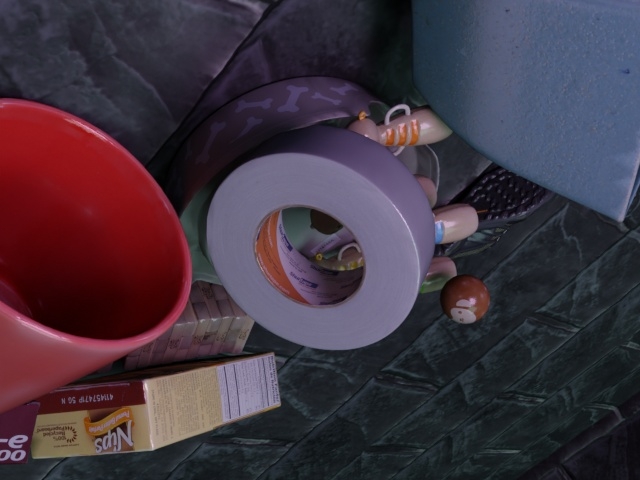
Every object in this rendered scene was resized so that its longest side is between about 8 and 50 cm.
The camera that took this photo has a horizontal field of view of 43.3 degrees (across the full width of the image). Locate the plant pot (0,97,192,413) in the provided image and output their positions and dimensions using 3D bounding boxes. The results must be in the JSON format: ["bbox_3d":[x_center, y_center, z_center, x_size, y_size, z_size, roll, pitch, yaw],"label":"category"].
[{"bbox_3d":[-0.306,0.041,0.791,0.243,0.275,0.275,-38,146,30],"label":"plant pot"}]

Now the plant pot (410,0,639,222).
[{"bbox_3d":[0.228,-0.217,0.783,0.247,0.252,0.248,-54,153,-31],"label":"plant pot"}]

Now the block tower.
[{"bbox_3d":[-0.258,0.108,1.042,0.335,0.097,0.091,-4,139,-29],"label":"block tower"}]

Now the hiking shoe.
[{"bbox_3d":[0.254,-0.039,1.233,0.226,0.086,0.114,-27,160,8],"label":"hiking shoe"}]

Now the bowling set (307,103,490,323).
[{"bbox_3d":[0.085,0.008,0.885,0.154,0.200,0.287,-14,139,-18],"label":"bowling set"}]

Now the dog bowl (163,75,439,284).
[{"bbox_3d":[-0.031,-0.049,0.985,0.348,0.102,0.349,-18,145,-13],"label":"dog bowl"}]

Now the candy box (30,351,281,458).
[{"bbox_3d":[-0.206,0.212,1.071,0.182,0.088,0.316,-9,175,24],"label":"candy box"}]

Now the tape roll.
[{"bbox_3d":[0.000,0.000,0.797,0.219,0.219,0.072,-57,178,36],"label":"tape roll"}]

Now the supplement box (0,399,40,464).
[{"bbox_3d":[-0.442,0.196,0.920,0.239,0.073,0.130,1,170,44],"label":"supplement box"}]
